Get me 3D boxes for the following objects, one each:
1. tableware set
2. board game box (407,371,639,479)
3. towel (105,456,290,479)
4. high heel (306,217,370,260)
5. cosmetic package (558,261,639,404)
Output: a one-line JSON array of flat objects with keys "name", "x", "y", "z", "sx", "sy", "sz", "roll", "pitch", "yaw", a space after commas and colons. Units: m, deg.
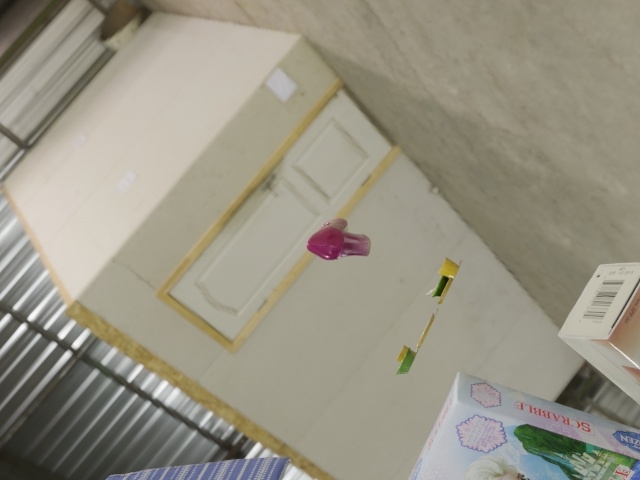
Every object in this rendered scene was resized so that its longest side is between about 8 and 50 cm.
[{"name": "tableware set", "x": 0.130, "y": 0.091, "z": 0.963, "sx": 0.024, "sy": 0.154, "sz": 0.104, "roll": 27, "pitch": -167, "yaw": 9}, {"name": "board game box", "x": 0.300, "y": 0.371, "z": 1.155, "sx": 0.317, "sy": 0.319, "sz": 0.066, "roll": 17, "pitch": -146, "yaw": 2}, {"name": "towel", "x": -0.229, "y": 0.424, "z": 1.211, "sx": 0.243, "sy": 0.335, "sz": 0.040, "roll": -59, "pitch": -43, "yaw": -70}, {"name": "high heel", "x": 0.000, "y": 0.000, "z": 1.466, "sx": 0.117, "sy": 0.082, "sz": 0.244, "roll": 5, "pitch": -171, "yaw": -18}, {"name": "cosmetic package", "x": 0.550, "y": 0.180, "z": 1.245, "sx": 0.296, "sy": 0.153, "sz": 0.129, "roll": 37, "pitch": 166, "yaw": -14}]
